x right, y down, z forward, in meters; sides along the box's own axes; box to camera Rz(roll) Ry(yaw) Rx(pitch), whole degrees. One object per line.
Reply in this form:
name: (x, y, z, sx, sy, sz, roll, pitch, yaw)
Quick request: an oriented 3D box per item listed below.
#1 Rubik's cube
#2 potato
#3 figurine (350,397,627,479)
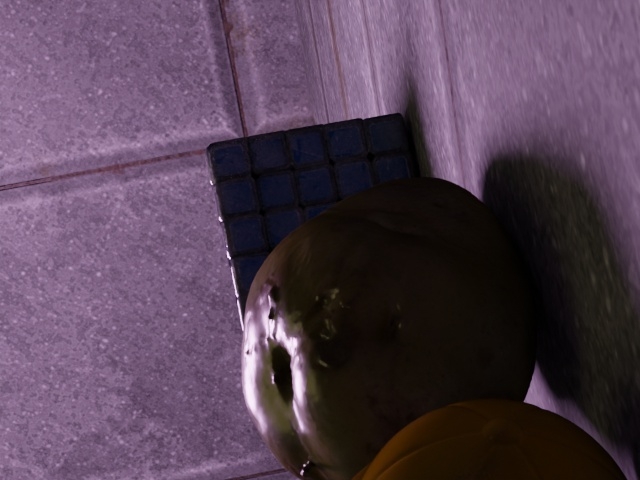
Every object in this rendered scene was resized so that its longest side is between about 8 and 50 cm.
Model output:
Rubik's cube: (0.000, 0.000, 1.523, 0.238, 0.237, 0.237, 100, 161, -79)
potato: (0.053, 0.052, 0.989, 0.202, 0.218, 0.351, 42, -153, -7)
figurine: (0.122, 0.205, 0.748, 0.257, 0.167, 0.192, 56, 176, -31)
